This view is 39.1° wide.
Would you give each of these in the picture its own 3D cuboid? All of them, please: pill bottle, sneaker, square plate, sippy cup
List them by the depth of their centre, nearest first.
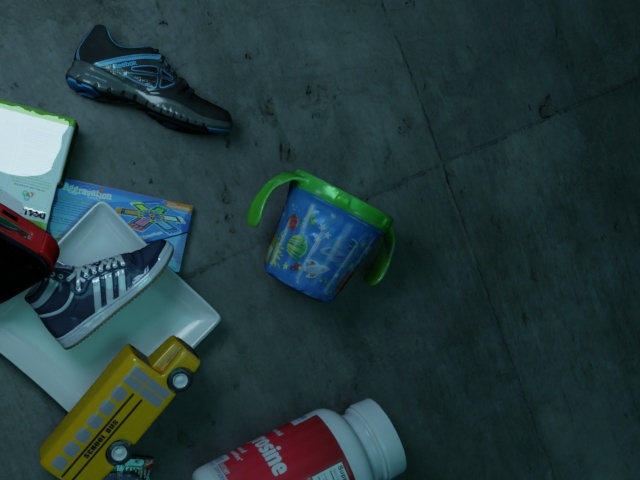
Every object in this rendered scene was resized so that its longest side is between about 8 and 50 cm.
[{"bbox_3d":[-0.421,0.061,1.696,0.282,0.099,0.153,-41,109,-7],"label":"sneaker"},{"bbox_3d":[-0.434,0.158,1.781,0.344,0.049,0.347,-45,108,-9],"label":"square plate"},{"bbox_3d":[-0.322,-0.312,1.792,0.341,0.125,0.140,21,79,-22],"label":"sneaker"},{"bbox_3d":[-0.038,0.490,1.854,0.407,0.229,0.229,-23,99,-19],"label":"pill bottle"},{"bbox_3d":[0.000,0.000,1.875,0.305,0.240,0.224,28,91,4],"label":"sippy cup"}]

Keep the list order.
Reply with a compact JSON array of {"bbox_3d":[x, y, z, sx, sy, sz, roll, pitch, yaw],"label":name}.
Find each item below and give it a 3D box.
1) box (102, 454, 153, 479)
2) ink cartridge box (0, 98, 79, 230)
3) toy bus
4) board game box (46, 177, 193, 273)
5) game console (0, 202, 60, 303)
[{"bbox_3d":[-0.414,0.478,1.821,0.137,0.027,0.094,11,86,-20],"label":"box"},{"bbox_3d":[-0.582,-0.125,1.698,0.188,0.097,0.255,14,87,-10],"label":"ink cartridge box"},{"bbox_3d":[-0.382,0.319,1.737,0.130,0.108,0.333,41,85,-19],"label":"toy bus"},{"bbox_3d":[-0.408,-0.030,1.815,0.281,0.027,0.145,13,88,-20],"label":"board game box"},{"bbox_3d":[-0.683,0.005,1.531,0.386,0.342,0.060,39,37,-39],"label":"game console"}]
